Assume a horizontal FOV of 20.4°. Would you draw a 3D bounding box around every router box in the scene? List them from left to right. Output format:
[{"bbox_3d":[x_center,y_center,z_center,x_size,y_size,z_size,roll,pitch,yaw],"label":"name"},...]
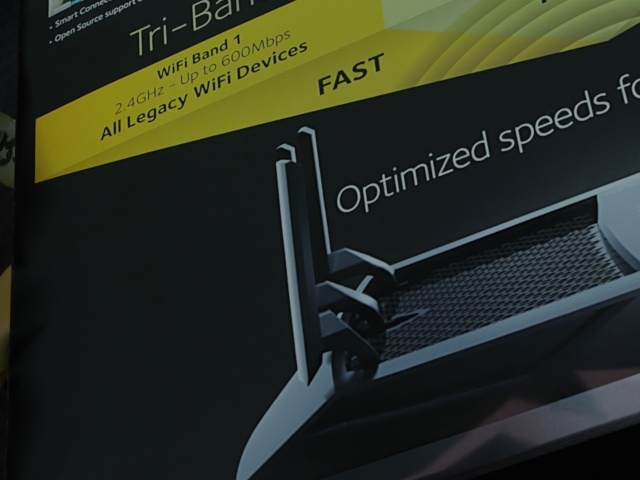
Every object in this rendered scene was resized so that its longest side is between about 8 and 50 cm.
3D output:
[{"bbox_3d":[0.074,-0.046,0.414,0.308,0.081,0.243,-20,50,19],"label":"router box"}]

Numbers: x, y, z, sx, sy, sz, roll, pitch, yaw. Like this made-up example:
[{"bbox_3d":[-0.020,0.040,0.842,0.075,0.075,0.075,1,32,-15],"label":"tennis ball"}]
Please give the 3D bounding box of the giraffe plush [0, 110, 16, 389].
[{"bbox_3d":[0.000,0.000,0.602,0.170,0.210,0.181,21,102,15],"label":"giraffe plush"}]
